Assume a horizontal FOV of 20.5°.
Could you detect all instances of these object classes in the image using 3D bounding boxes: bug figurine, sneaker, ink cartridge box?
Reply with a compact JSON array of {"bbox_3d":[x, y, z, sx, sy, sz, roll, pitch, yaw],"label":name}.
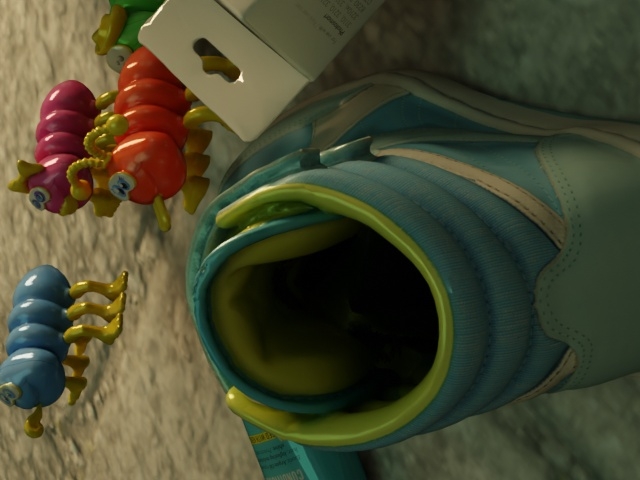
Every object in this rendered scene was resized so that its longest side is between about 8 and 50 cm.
[{"bbox_3d":[-0.114,-0.038,0.928,0.279,0.072,0.216,125,154,-45],"label":"bug figurine"},{"bbox_3d":[0.000,0.000,0.744,0.319,0.208,0.127,6,104,54],"label":"sneaker"},{"bbox_3d":[-0.012,-0.145,0.765,0.181,0.061,0.104,-49,52,3],"label":"ink cartridge box"}]

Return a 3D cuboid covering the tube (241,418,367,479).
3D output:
[{"bbox_3d":[-0.005,0.117,0.921,0.080,0.052,0.207,-26,84,60],"label":"tube"}]
